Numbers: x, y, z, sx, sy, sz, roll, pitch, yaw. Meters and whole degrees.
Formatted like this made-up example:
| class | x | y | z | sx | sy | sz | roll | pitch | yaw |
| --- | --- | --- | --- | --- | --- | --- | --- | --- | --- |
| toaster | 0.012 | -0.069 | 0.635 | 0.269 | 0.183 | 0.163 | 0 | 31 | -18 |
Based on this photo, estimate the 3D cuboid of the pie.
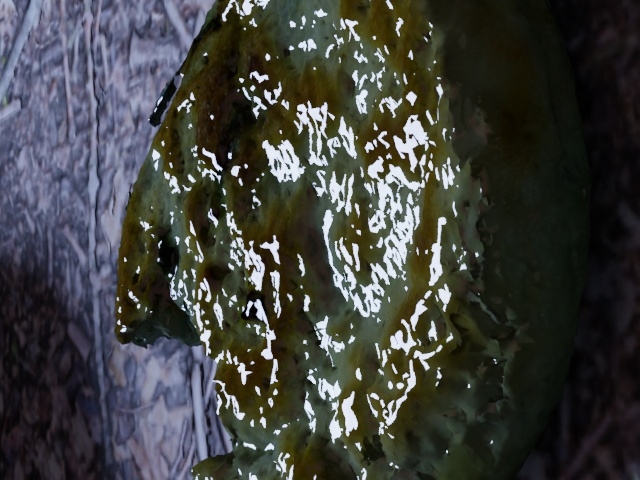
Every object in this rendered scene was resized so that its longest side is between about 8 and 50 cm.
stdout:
| class | x | y | z | sx | sy | sz | roll | pitch | yaw |
| --- | --- | --- | --- | --- | --- | --- | --- | --- | --- |
| pie | 0.004 | -0.005 | 0.676 | 0.302 | 0.067 | 0.303 | -4 | 85 | 55 |
